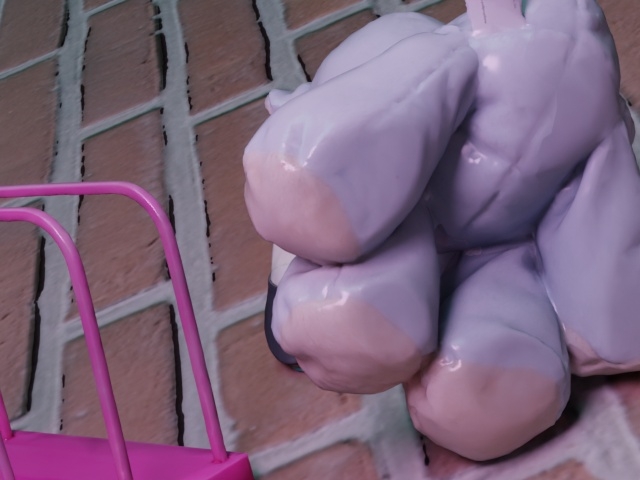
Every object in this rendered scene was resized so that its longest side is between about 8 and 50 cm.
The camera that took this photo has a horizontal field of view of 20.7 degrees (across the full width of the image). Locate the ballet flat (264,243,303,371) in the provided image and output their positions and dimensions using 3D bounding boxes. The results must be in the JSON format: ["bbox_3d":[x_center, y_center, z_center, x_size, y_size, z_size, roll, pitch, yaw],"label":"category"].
[{"bbox_3d":[0.000,0.000,1.090,0.074,0.074,0.203,-13,27,22],"label":"ballet flat"}]

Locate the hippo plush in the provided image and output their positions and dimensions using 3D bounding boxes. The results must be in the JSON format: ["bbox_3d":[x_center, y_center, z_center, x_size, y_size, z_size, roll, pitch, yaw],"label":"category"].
[{"bbox_3d":[0.040,-0.046,0.928,0.234,0.294,0.236,-9,10,-22],"label":"hippo plush"}]

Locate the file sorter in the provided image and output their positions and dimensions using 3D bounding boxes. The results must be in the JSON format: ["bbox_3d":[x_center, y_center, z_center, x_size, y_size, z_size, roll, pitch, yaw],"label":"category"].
[{"bbox_3d":[-0.218,0.092,0.880,0.202,0.182,0.291,-1,17,41],"label":"file sorter"}]
